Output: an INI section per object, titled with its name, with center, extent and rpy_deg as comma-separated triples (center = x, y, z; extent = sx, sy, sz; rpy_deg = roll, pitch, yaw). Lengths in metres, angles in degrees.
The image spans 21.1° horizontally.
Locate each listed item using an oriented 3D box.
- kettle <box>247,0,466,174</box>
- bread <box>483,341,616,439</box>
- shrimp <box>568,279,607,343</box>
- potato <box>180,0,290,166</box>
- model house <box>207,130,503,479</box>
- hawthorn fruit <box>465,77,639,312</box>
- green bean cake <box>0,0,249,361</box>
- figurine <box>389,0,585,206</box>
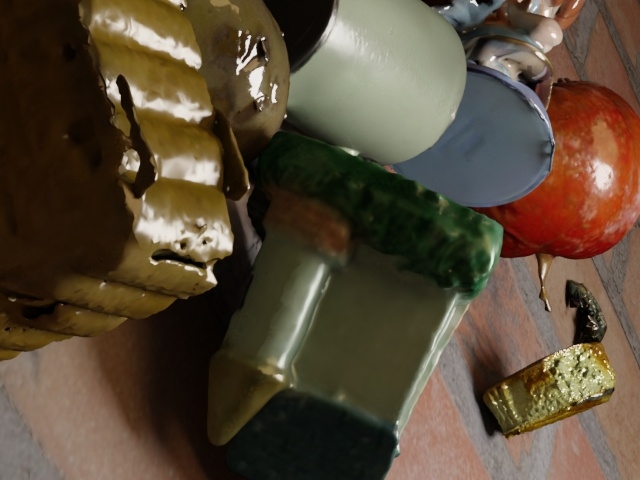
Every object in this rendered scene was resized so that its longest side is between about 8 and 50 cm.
[kettle]
center = 0.003, -0.150, 1.550
extent = 0.255, 0.165, 0.240
rpy_deg = 24, 80, -60
[bread]
center = 0.253, 0.165, 1.889
extent = 0.069, 0.140, 0.128
rpy_deg = 67, 16, 10
[shrimp]
center = 0.355, 0.105, 2.315
extent = 0.091, 0.034, 0.161
rpy_deg = 54, 20, -11
[potato]
center = -0.119, -0.150, 1.247
extent = 0.262, 0.165, 0.165
rpy_deg = 38, 39, -43
[model house]
center = -0.013, 0.114, 1.320
extent = 0.267, 0.194, 0.325
rpy_deg = 106, 7, -81
[hawthorn fruit]
center = 0.260, -0.053, 1.982
extent = 0.242, 0.241, 0.272
rpy_deg = -35, 122, -67
[green bean cake]
center = -0.174, -0.059, 0.972
extent = 0.131, 0.224, 0.230
rpy_deg = 10, 62, -61
[figurine]
center = 0.160, -0.245, 1.834
extent = 0.248, 0.276, 0.388
rpy_deg = 37, 47, -17
